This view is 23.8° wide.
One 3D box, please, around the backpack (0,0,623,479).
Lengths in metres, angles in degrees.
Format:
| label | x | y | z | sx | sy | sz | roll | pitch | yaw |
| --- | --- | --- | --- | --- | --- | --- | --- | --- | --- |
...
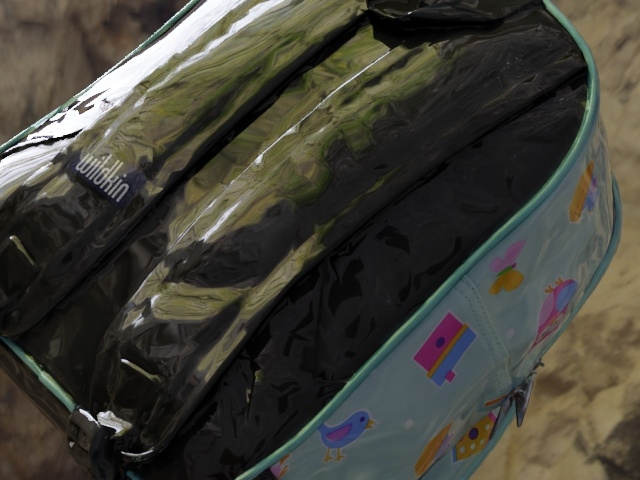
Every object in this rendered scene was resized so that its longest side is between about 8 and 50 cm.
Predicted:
| label | x | y | z | sx | sy | sz | roll | pitch | yaw |
| --- | --- | --- | --- | --- | --- | --- | --- | --- | --- |
| backpack | 0.000 | 0.000 | 0.472 | 0.188 | 0.144 | 0.166 | -48 | -128 | -7 |
